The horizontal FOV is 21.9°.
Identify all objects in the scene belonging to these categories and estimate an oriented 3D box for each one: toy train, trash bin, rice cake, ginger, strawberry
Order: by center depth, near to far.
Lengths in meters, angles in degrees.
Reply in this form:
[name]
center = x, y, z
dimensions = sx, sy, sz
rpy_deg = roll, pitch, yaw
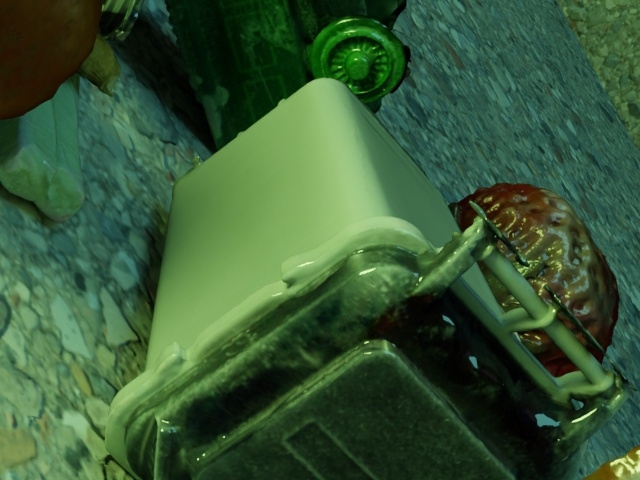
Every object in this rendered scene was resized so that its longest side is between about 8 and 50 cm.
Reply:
[trash bin]
center = 0.025, 0.047, 1.182
dimensions = 0.256, 0.296, 0.367
rpy_deg = 45, 18, -26
[ginger]
center = -0.191, -0.150, 1.197
dimensions = 0.137, 0.057, 0.044
rpy_deg = 36, 71, -61
[rice cake]
center = -0.207, -0.105, 1.209
dimensions = 0.080, 0.042, 0.222
rpy_deg = 45, 22, -39
[toy train]
center = -0.028, -0.217, 1.450
dimensions = 0.145, 0.202, 0.266
rpy_deg = -92, 169, -54
[strawberry]
center = 0.269, 0.048, 1.894
dimensions = 0.336, 0.149, 0.265
rpy_deg = 15, 44, -62

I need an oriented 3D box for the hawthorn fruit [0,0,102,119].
[hawthorn fruit]
center = -0.231, -0.173, 1.047
dimensions = 0.262, 0.210, 0.210
rpy_deg = 45, 22, -52

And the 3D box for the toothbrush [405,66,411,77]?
[toothbrush]
center = 0.032, -0.234, 1.958
dimensions = 0.321, 0.023, 0.031
rpy_deg = 20, 49, -58

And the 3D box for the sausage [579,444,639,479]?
[sausage]
center = 0.354, 0.339, 1.541
dimensions = 0.233, 0.233, 0.287
rpy_deg = 13, 46, -61

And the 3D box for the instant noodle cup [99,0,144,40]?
[instant noodle cup]
center = -0.191, -0.260, 1.305
dimensions = 0.125, 0.177, 0.208
rpy_deg = 19, 36, -16

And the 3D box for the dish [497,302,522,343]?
[dish]
center = 0.114, 0.115, 1.534
dimensions = 0.213, 0.090, 0.213
rpy_deg = 45, 26, -29
